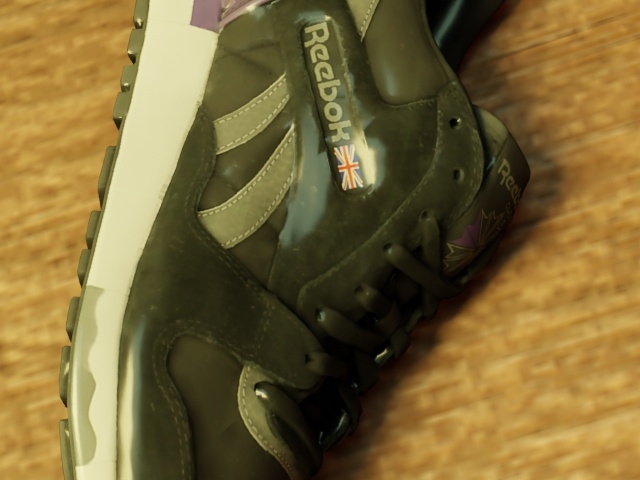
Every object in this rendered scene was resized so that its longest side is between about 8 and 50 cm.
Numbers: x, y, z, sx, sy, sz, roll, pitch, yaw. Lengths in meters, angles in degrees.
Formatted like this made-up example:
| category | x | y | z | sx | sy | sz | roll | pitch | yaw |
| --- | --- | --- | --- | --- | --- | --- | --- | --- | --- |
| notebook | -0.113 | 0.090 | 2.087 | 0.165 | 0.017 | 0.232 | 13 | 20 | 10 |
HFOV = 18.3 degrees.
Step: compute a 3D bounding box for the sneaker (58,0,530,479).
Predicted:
| category | x | y | z | sx | sy | sz | roll | pitch | yaw |
| --- | --- | --- | --- | --- | --- | --- | --- | --- | --- |
| sneaker | 0.000 | 0.000 | 0.614 | 0.124 | 0.107 | 0.283 | 2 | 67 | 11 |
